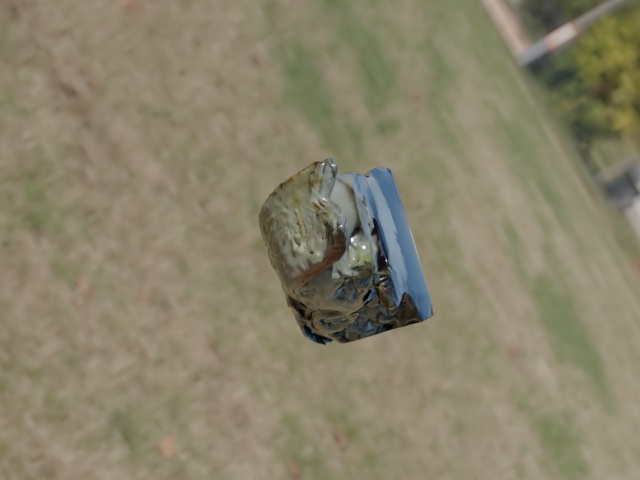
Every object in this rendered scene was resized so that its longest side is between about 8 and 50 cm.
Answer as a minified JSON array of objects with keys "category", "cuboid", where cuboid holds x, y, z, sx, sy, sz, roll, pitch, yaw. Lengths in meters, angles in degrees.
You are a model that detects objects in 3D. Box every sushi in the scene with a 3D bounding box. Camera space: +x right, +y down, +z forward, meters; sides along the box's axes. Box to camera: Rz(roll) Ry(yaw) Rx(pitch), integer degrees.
[{"category":"sushi","cuboid":[0.003,0.017,1.452,0.273,0.109,0.134,3,69,-76]}]
